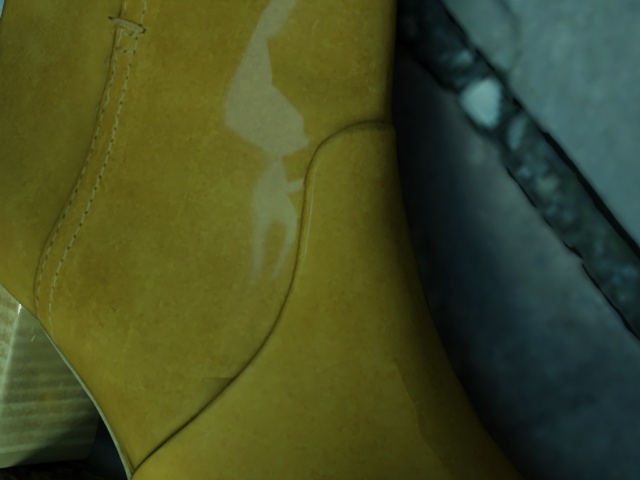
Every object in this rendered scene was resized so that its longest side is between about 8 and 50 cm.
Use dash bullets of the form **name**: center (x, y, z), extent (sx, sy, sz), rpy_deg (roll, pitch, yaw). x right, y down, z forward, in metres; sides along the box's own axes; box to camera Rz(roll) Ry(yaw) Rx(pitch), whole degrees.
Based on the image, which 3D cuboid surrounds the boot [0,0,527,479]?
- **boot**: center (0.000, 0.000, 0.461), extent (0.295, 0.104, 0.211), rpy_deg (20, 101, 28)

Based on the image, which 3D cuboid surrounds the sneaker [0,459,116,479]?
- **sneaker**: center (-0.092, 0.122, 0.530), extent (0.192, 0.064, 0.086), rpy_deg (19, 95, 21)
